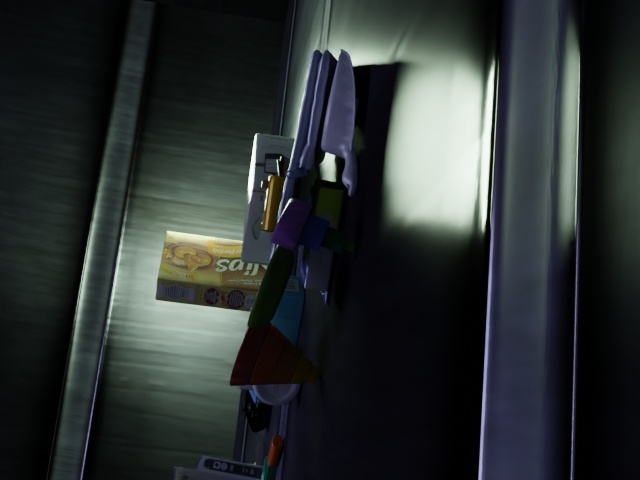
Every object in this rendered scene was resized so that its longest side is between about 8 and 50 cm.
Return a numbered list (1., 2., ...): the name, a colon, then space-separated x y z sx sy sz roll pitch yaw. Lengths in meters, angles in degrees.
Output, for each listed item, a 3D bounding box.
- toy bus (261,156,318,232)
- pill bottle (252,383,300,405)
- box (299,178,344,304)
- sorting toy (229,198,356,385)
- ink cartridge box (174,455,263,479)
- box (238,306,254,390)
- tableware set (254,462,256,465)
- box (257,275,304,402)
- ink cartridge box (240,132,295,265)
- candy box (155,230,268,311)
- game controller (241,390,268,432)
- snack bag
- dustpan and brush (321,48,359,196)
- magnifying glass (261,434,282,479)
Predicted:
1. toy bus: -0.071 -0.104 1.819 0.202 0.104 0.191 -90 10 -47
2. pill bottle: -0.083 0.238 1.614 0.160 0.087 0.087 -121 39 -80
3. box: 0.000 0.000 1.366 0.109 0.042 0.178 -114 32 -78
4. sorting toy: -0.031 0.098 1.239 0.127 0.126 0.365 -66 -3 -47
5. ink cartridge box: -0.239 0.556 2.067 0.206 0.208 0.045 111 169 -61
6. box: -0.124 0.244 1.945 0.170 0.091 0.130 108 168 -56
7. tableware set: -0.196 0.681 2.289 0.194 0.039 0.128 -102 20 -71
8. box: -0.081 0.198 1.758 0.100 0.060 0.244 -100 19 -69
9. ink cartridge box: -0.120 -0.100 2.159 0.289 0.122 0.211 -92 12 -55
10. candy box: -0.257 0.084 2.275 0.183 0.316 0.087 -90 11 -47
11. game controller: -0.143 0.303 2.150 0.166 0.067 0.319 -119 36 -79
12. snack bag: -0.019 -0.127 1.414 0.323 0.037 0.342 -57 -20 -83
13. dustpan and brush: 0.033 -0.148 1.242 0.147 0.060 0.211 101 180 -53
14. magnifying glass: -0.102 0.462 1.801 0.231 0.026 0.092 107 169 -50
